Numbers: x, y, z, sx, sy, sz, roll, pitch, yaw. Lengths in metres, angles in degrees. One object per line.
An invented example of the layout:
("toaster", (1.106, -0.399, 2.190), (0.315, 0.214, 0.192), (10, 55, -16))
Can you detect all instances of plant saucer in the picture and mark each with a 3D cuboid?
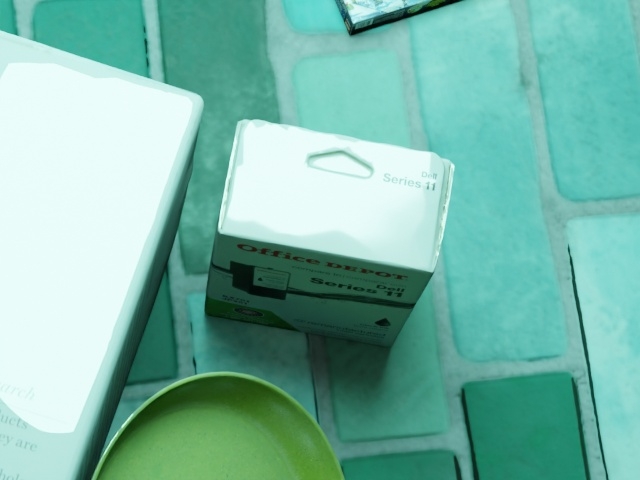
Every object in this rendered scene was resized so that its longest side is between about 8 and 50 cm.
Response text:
("plant saucer", (-0.077, 0.211, 1.221), (0.241, 0.037, 0.241), (4, 84, -42))

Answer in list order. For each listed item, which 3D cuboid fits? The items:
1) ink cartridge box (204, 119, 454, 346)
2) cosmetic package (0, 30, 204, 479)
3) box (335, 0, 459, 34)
("ink cartridge box", (0.000, 0.000, 1.263), (0.153, 0.208, 0.087), (10, 71, -2))
("cosmetic package", (-0.224, 0.119, 1.162), (0.161, 0.230, 0.453), (18, 64, -2))
("box", (0.070, -0.231, 1.442), (0.137, 0.027, 0.094), (-18, 76, -12))
